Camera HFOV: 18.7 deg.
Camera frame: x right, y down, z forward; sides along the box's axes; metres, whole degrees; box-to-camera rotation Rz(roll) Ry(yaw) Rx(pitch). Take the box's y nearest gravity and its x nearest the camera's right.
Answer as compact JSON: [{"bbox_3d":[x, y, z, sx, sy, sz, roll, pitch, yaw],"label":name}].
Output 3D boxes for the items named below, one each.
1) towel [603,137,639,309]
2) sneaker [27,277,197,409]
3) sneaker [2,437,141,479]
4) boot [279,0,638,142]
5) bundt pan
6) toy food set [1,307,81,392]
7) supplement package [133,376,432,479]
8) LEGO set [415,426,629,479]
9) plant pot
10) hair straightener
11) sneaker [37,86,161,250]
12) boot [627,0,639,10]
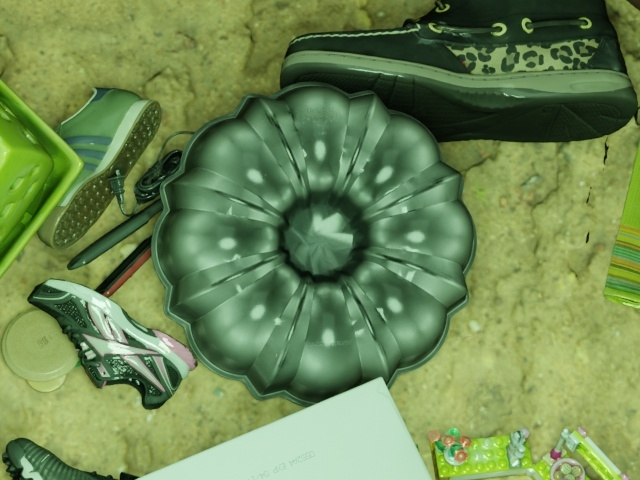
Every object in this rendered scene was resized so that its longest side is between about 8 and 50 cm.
[{"bbox_3d":[0.368,-0.030,2.029,0.102,0.021,0.237,15,64,3],"label":"towel"},{"bbox_3d":[-0.212,0.103,1.897,0.178,0.072,0.077,30,74,-2],"label":"sneaker"},{"bbox_3d":[-0.194,0.255,1.835,0.234,0.078,0.106,40,66,11],"label":"sneaker"},{"bbox_3d":[0.143,-0.255,2.060,0.377,0.138,0.284,2,65,-6],"label":"boot"},{"bbox_3d":[0.000,0.000,1.880,0.331,0.124,0.330,0,86,-5],"label":"bundt pan"},{"bbox_3d":[-0.275,0.105,1.930,0.083,0.020,0.082,35,67,14],"label":"toy food set"},{"bbox_3d":[-0.032,0.276,1.749,0.262,0.145,0.204,-21,78,-24],"label":"supplement package"},{"bbox_3d":[0.192,0.225,1.849,0.287,0.107,0.132,26,66,9],"label":"LEGO set"},{"bbox_3d":[-0.382,-0.067,1.879,0.227,0.207,0.228,43,105,17],"label":"plant pot"},{"bbox_3d":[-0.173,-0.042,1.975,0.230,0.047,0.089,-44,104,-20],"label":"hair straightener"},{"bbox_3d":[-0.250,-0.081,2.004,0.086,0.064,0.192,25,69,24],"label":"sneaker"},{"bbox_3d":[0.395,-0.148,2.026,0.264,0.096,0.280,30,60,-17],"label":"boot"}]
